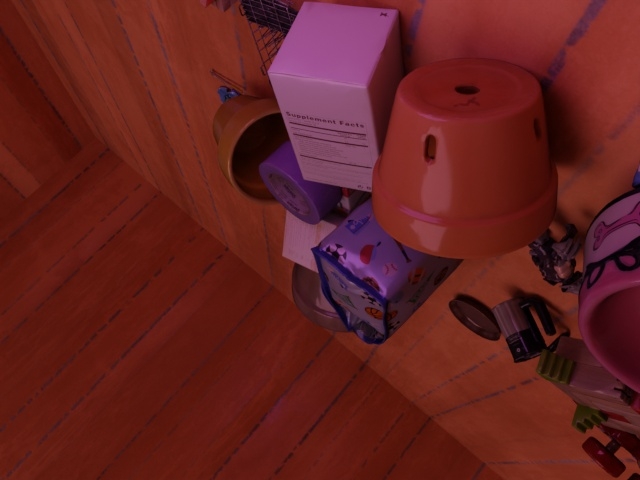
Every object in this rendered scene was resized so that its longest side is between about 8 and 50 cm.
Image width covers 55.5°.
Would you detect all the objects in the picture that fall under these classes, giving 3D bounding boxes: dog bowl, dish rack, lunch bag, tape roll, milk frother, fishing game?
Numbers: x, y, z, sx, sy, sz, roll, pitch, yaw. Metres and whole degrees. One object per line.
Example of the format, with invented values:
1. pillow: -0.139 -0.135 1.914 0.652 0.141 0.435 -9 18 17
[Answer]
1. dog bowl: 0.549 0.109 0.834 0.408 0.150 0.408 27 151 17
2. dish rack: -0.055 -0.389 1.239 0.208 0.074 0.271 30 158 32
3. lunch bag: 0.169 0.044 1.354 0.239 0.328 0.385 39 165 26
4. tape roll: -0.047 -0.130 1.394 0.189 0.080 0.189 39 162 15
5. milk frother: 0.498 0.204 1.432 0.143 0.129 0.134 19 -133 -53
6. fishing game: -0.237 -0.362 1.764 0.189 0.041 0.264 38 163 22

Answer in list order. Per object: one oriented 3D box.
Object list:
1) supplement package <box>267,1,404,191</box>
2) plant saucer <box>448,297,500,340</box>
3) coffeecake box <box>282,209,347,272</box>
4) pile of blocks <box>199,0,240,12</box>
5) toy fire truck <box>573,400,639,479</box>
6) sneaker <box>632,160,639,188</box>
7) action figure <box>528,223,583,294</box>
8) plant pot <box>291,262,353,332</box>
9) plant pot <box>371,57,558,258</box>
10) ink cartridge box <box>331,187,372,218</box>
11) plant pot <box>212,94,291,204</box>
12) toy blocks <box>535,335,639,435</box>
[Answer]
1. supplement package: 0.046 -0.248 1.093 0.175 0.177 0.293 13 153 19
2. plant saucer: 0.434 0.214 1.698 0.168 0.029 0.168 37 162 14
3. coffeecake box: 0.000 0.000 1.500 0.186 0.068 0.142 24 119 33
4. pile of blocks: -0.205 -0.541 1.117 0.149 0.112 0.362 44 163 -7
5. toy fire truck: 0.768 0.498 1.480 0.302 0.169 0.254 40 -173 9
6. sneaker: 0.457 -0.108 0.818 0.053 0.059 0.144 1 164 14
7. action figure: 0.391 -0.007 1.099 0.285 0.099 0.185 47 172 3
8. plant pot: 0.074 0.045 1.683 0.323 0.323 0.280 33 146 28
9. plant pot: 0.219 -0.142 0.923 0.291 0.291 0.203 30 142 36
10. ink cartridge box: 0.061 -0.149 1.465 0.128 0.127 0.176 35 162 23
11. plant pot: -0.158 -0.252 1.540 0.239 0.254 0.254 46 171 47
12. toy blocks: 0.637 0.306 1.185 0.381 0.190 0.261 36 161 -34
